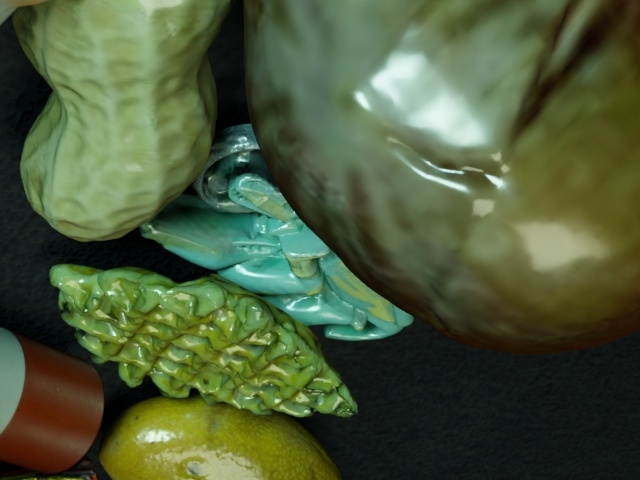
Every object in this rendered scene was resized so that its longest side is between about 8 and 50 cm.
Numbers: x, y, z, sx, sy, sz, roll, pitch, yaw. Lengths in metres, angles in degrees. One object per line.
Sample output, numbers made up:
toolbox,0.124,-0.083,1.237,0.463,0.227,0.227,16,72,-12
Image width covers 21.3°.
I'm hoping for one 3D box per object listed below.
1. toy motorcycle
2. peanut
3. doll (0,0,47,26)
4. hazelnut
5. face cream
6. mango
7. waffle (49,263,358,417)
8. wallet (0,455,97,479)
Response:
toy motorcycle,-0.001,-0.001,1.280,0.296,0.109,0.198,26,131,-39
peanut,-0.126,-0.109,1.064,0.136,0.120,0.298,9,135,-5
doll,-0.242,-0.185,0.884,0.251,0.221,0.221,14,130,-12
hazelnut,0.108,-0.094,1.027,0.372,0.372,0.315,16,130,-41
face cream,-0.263,0.101,1.238,0.096,0.096,0.214,-42,140,19
mango,-0.072,0.229,1.472,0.177,0.120,0.295,-33,141,4
waffle,-0.088,0.074,1.277,0.204,0.054,0.223,2,153,27
wallet,-0.306,0.251,1.418,0.241,0.067,0.141,-11,135,-25
